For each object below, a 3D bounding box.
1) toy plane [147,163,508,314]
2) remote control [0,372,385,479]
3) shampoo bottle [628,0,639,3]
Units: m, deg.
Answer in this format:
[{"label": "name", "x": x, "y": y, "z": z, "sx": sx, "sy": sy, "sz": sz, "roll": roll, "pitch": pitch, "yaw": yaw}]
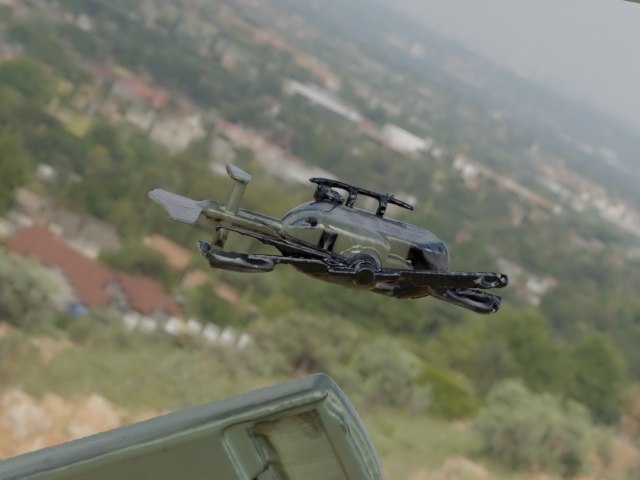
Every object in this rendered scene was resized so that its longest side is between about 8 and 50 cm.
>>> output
[{"label": "toy plane", "x": 0.000, "y": 0.000, "z": 0.639, "sx": 0.121, "sy": 0.031, "sz": 0.049, "roll": 15, "pitch": 16, "yaw": -19}, {"label": "remote control", "x": -0.100, "y": 0.168, "z": 1.244, "sx": 0.038, "sy": 0.285, "sz": 0.123, "roll": -79, "pitch": 147, "yaw": -62}, {"label": "shampoo bottle", "x": 0.077, "y": -0.252, "z": 0.480, "sx": 0.331, "sy": 0.331, "sz": 0.343, "roll": 31, "pitch": 3, "yaw": 29}]
